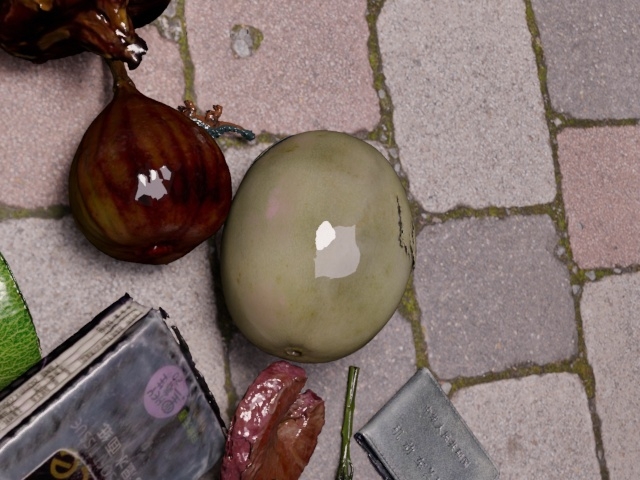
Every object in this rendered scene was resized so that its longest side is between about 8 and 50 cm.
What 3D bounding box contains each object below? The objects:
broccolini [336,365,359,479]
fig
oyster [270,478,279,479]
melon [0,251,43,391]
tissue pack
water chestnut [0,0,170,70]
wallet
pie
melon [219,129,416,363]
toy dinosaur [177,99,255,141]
[{"bbox_3d":[0.042,0.294,1.556,0.042,0.044,0.218,12,71,-11],"label":"broccolini"},{"bbox_3d":[-0.250,-0.129,1.387,0.216,0.217,0.321,-11,65,-30],"label":"fig"},{"bbox_3d":[-0.120,0.412,1.360,0.259,0.092,0.198,-27,126,10],"label":"oyster"},{"bbox_3d":[-0.447,0.090,1.259,0.169,0.129,0.265,-27,97,-26],"label":"melon"},{"bbox_3d":[-0.298,0.270,1.285,0.361,0.122,0.259,-40,127,-29],"label":"tissue pack"},{"bbox_3d":[-0.299,-0.326,1.305,0.300,0.300,0.300,5,80,-28],"label":"water chestnut"},{"bbox_3d":[0.169,0.328,1.616,0.167,0.036,0.222,-40,101,-28],"label":"wallet"},{"bbox_3d":[-0.062,0.268,1.421,0.204,0.054,0.218,-67,155,-9],"label":"pie"},{"bbox_3d":[0.000,0.000,1.436,0.268,0.268,0.330,25,61,-24],"label":"melon"},{"bbox_3d":[-0.164,-0.165,1.497,0.154,0.049,0.055,10,75,-22],"label":"toy dinosaur"}]
